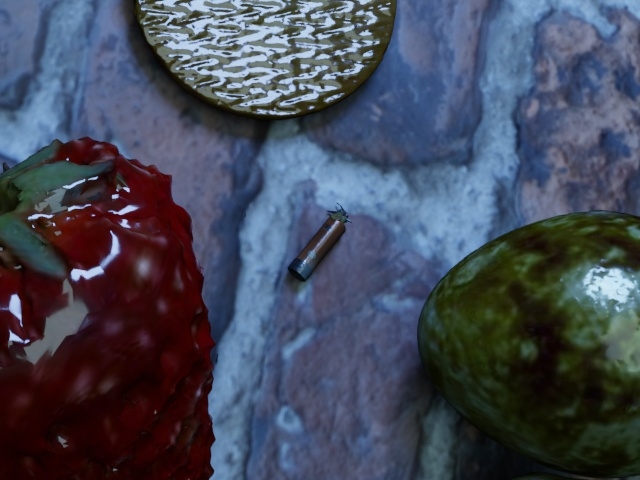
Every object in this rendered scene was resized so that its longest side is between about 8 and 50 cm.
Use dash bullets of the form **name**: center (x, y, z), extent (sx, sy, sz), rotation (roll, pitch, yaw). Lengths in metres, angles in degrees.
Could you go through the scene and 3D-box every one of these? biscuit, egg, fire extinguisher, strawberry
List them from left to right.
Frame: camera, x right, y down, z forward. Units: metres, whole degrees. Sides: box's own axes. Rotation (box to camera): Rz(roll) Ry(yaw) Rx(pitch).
- **strawberry**: center (-0.204, 0.120, 0.982), extent (0.345, 0.295, 0.317), rotation (62, 36, -17)
- **biscuit**: center (-0.054, -0.238, 1.185), extent (0.262, 0.037, 0.262), rotation (2, 82, -14)
- **fire extinguisher**: center (0.000, 0.000, 1.171), extent (0.028, 0.022, 0.083), rotation (31, 73, 23)
- **egg**: center (0.232, 0.089, 1.109), extent (0.289, 0.238, 0.238), rotation (10, 79, 6)

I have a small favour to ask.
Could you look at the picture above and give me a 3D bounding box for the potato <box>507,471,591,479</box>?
- **potato**: center (0.241, 0.367, 1.084), extent (0.218, 0.202, 0.351), rotation (-29, 96, 17)
